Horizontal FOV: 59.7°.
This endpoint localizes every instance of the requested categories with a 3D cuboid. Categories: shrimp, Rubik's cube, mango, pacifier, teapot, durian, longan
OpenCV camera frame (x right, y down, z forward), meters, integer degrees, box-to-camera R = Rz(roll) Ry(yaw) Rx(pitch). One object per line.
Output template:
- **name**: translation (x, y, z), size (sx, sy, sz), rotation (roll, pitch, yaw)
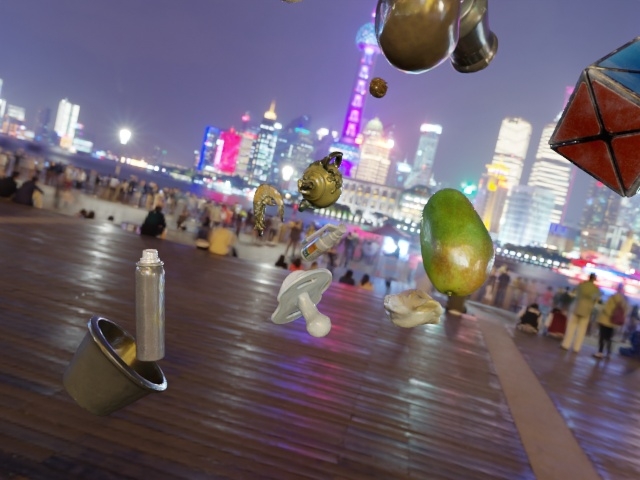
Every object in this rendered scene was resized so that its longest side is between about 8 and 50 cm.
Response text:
- **shrimp**: translation (-0.204, -0.112, 2.172), size (0.150, 0.217, 0.051), rotation (15, 22, 26)
- **Rubik's cube**: translation (0.768, -0.300, 1.368), size (0.260, 0.255, 0.259), rotation (-30, 61, -24)
- **mango**: translation (0.431, -0.004, 1.780), size (0.225, 0.382, 0.201), rotation (-8, -28, 14)
- **pacifier**: translation (-0.034, 0.221, 1.854), size (0.238, 0.287, 0.226), rotation (-15, 59, -31)
- **teapot**: translation (-0.006, -0.217, 2.077), size (0.173, 0.269, 0.182), rotation (41, 28, 20)
- **durian**: translation (0.224, -0.599, 2.186), size (0.080, 0.080, 0.091), rotation (10, 30, -41)
- **teapot**: translation (0.622, -0.968, 2.530), size (0.361, 0.305, 0.376), rotation (34, 22, -50)
- **longan**: translation (0.289, -0.637, 1.609), size (0.300, 0.300, 0.243), rotation (8, 33, -52)

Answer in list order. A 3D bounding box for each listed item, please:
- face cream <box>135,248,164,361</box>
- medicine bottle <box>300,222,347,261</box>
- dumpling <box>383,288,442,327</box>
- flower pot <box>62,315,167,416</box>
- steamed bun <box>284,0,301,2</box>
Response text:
- **face cream**: translation (-0.437, 0.165, 1.431), size (0.073, 0.284, 0.073), rotation (1, 7, 0)
- **medicine bottle**: translation (0.000, 0.000, 1.901), size (0.092, 0.061, 0.220), rotation (17, -35, -29)
- **dumpling**: translation (0.414, 0.323, 2.441), size (0.243, 0.187, 0.318), rotation (44, -20, -25)
- **flower pot**: translation (-0.549, 0.343, 1.444), size (0.269, 0.166, 0.269), rotation (46, -8, 8)
- **steamed bun**: translation (-0.096, -0.893, 1.877), size (0.106, 0.183, 0.183), rotation (49, 15, 16)
